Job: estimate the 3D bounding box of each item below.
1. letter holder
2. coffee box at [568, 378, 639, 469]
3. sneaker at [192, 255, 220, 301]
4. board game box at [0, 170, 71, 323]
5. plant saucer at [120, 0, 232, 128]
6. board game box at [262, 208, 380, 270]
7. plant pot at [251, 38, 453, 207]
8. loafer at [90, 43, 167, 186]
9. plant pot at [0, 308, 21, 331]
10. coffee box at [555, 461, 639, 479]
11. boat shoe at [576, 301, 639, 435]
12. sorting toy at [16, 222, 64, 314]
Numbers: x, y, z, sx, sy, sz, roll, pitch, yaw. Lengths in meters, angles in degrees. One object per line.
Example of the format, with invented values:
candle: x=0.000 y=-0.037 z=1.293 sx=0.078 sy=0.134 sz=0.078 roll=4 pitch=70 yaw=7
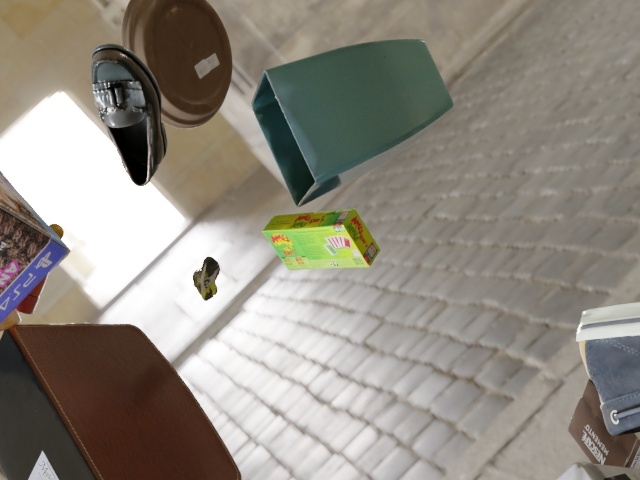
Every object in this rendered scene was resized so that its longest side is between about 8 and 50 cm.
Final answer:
letter holder: x=-0.267 y=0.256 z=1.413 sx=0.214 sy=0.302 sz=0.152 roll=1 pitch=-52 yaw=-45
coffee box: x=0.606 y=0.332 z=1.935 sx=0.168 sy=0.297 sz=0.119 roll=-118 pitch=37 yaw=-55
sneaker: x=-0.159 y=0.048 z=1.511 sx=0.031 sy=0.035 sz=0.083 roll=-35 pitch=-28 yaw=-34
board game box: x=-0.365 y=0.001 z=0.780 sx=0.232 sy=0.141 sz=0.291 roll=-46 pitch=-29 yaw=-1
plant saucer: x=-0.253 y=-0.345 z=2.061 sx=0.041 sy=0.278 sz=0.278 roll=-6 pitch=32 yaw=36
board game box: x=0.000 y=0.000 z=1.846 sx=0.181 sy=0.092 sz=0.043 roll=-4 pitch=40 yaw=42
plant pot: x=0.050 y=-0.179 z=1.550 sx=0.234 sy=0.165 sz=0.166 roll=-24 pitch=-5 yaw=-12
loafer: x=-0.295 y=-0.189 z=1.750 sx=0.267 sy=0.096 sz=0.084 roll=77 pitch=-165 yaw=-55
plant pot: x=-0.505 y=0.061 z=1.383 sx=0.205 sy=0.188 sz=0.205 roll=-25 pitch=3 yaw=1
coffee box: x=0.331 y=0.497 z=1.288 sx=0.337 sy=0.338 sz=0.334 roll=-46 pitch=-30 yaw=14
boat shoe: x=0.469 y=0.121 z=1.070 sx=0.187 sy=0.156 sz=0.500 roll=5 pitch=-11 yaw=-41
sorting toy: x=-0.484 y=-0.041 z=1.526 sx=0.126 sy=0.365 sz=0.127 roll=-44 pitch=40 yaw=3
